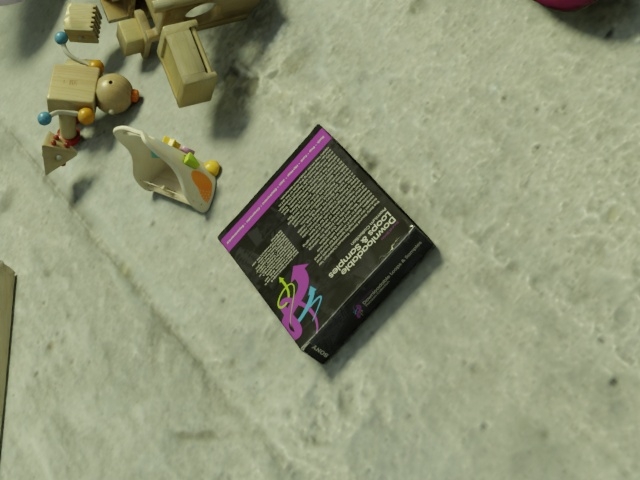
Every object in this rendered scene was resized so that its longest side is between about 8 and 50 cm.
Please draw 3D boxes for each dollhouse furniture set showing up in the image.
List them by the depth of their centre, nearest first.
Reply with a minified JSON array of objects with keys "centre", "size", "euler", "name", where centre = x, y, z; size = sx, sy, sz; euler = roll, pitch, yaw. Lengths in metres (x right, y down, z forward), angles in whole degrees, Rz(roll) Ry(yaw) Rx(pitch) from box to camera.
[{"centre":[-0.110,-0.186,1.408],"size":[0.161,0.101,0.182],"euler":[118,133,-65],"name":"dollhouse furniture set"}]

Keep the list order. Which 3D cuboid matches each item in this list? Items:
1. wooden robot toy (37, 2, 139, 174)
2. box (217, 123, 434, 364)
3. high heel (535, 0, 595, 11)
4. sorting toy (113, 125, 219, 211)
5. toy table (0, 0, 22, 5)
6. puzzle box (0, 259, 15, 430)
[{"centre":[-0.197,-0.130,1.450],"size":[0.079,0.076,0.173],"euler":[2,55,5],"name":"wooden robot toy"},{"centre":[0.000,0.000,1.165],"size":[0.116,0.029,0.162],"euler":[-47,38,6],"name":"box"},{"centre":[0.116,-0.322,1.178],"size":[0.127,0.181,0.377],"euler":[-35,41,20],"name":"high heel"},{"centre":[-0.127,-0.066,1.303],"size":[0.083,0.075,0.045],"euler":[21,76,49],"name":"sorting toy"},{"centre":[-0.287,-0.380,1.591],"size":[0.161,0.252,0.274],"euler":[-43,46,47],"name":"toy table"},{"centre":[-0.373,0.223,1.339],"size":[0.272,0.052,0.409],"euler":[-28,44,28],"name":"puzzle box"}]
